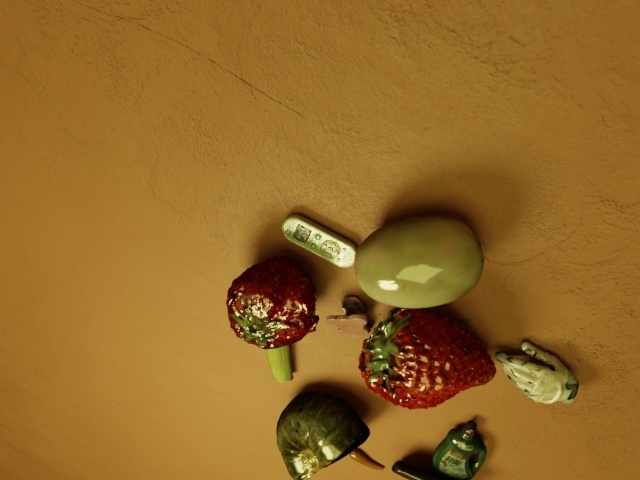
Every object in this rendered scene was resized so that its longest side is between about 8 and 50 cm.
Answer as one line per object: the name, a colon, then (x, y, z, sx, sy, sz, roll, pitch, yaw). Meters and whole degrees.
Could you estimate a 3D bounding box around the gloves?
gloves: (0.570, 0.357, 1.445, 0.212, 0.111, 0.127, 18, 126, -2)

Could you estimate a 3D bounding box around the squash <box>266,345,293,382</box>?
squash: (-0.126, 0.336, 1.654, 0.083, 0.083, 0.250, 2, 118, 16)

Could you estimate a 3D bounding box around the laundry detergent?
laundry detergent: (0.436, 0.636, 1.649, 0.144, 0.078, 0.222, 20, 119, 3)

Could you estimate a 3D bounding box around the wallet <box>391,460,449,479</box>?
wallet: (0.340, 0.755, 1.708, 0.229, 0.049, 0.182, 17, 165, 10)

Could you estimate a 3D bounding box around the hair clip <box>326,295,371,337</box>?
hair clip: (0.088, 0.238, 1.525, 0.123, 0.102, 0.138, -1, 117, 20)

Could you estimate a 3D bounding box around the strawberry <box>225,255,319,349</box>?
strawberry: (-0.122, 0.161, 1.483, 0.274, 0.220, 0.274, 12, 135, 12)

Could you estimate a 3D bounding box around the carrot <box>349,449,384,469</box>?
carrot: (0.150, 0.736, 1.813, 0.142, 0.035, 0.035, 31, 122, -10)

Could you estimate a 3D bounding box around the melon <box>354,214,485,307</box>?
melon: (0.239, 0.053, 1.313, 0.317, 0.223, 0.223, -12, 113, 17)

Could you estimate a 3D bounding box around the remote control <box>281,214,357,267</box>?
remote control: (0.000, 0.000, 1.461, 0.221, 0.042, 0.078, 28, 122, 2)

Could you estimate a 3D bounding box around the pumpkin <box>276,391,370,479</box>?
pumpkin: (-0.004, 0.585, 1.701, 0.325, 0.242, 0.232, -41, 71, 34)

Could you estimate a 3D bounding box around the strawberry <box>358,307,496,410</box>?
strawberry: (0.290, 0.316, 1.445, 0.351, 0.267, 0.312, 10, 153, -22)
